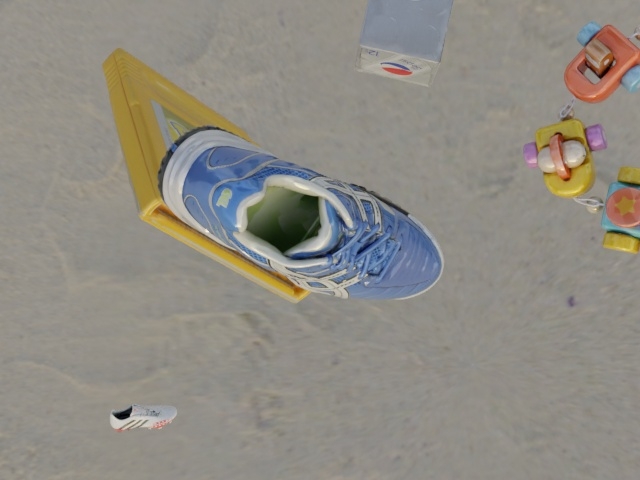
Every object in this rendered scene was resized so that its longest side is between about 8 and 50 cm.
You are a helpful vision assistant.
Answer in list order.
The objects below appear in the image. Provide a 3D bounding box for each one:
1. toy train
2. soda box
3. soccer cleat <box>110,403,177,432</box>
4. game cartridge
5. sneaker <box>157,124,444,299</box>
[{"bbox_3d":[0.205,-0.068,0.791,0.125,0.046,0.166,-42,67,18],"label":"toy train"},{"bbox_3d":[0.117,-0.332,1.364,0.098,0.091,0.286,12,79,1],"label":"soda box"},{"bbox_3d":[-0.219,0.215,1.443,0.083,0.035,0.029,-8,46,-2],"label":"soccer cleat"},{"bbox_3d":[-0.150,-0.090,1.559,0.053,0.285,0.323,-40,44,20],"label":"game cartridge"},{"bbox_3d":[0.000,0.000,0.721,0.081,0.211,0.080,36,104,53],"label":"sneaker"}]
